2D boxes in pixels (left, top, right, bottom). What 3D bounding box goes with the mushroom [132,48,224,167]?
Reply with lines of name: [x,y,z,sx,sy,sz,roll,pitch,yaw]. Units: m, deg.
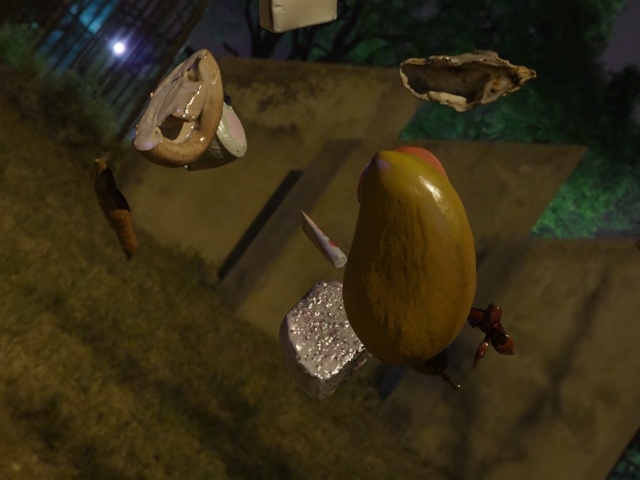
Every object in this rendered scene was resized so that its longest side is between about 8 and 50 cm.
mushroom: [-0.284,-0.267,1.715,0.156,0.286,0.151,5,-29,42]

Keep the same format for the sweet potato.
sweet potato: [-0.464,-0.064,1.788,0.067,0.067,0.274,29,-41,49]

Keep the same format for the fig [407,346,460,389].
fig: [0.285,0.296,2.097,0.274,0.145,0.170,54,8,-9]

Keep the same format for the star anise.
star anise: [0.366,0.227,1.786,0.158,0.144,0.140,50,-9,5]

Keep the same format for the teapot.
teapot: [-0.306,-0.284,2.016,0.163,0.178,0.222,18,51,-67]

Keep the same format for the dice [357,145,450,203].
dice: [0.206,-0.118,1.948,0.174,0.179,0.175,-1,64,-44]

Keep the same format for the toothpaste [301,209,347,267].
toothpaste: [0.000,0.000,2.013,0.194,0.042,0.067,48,-30,40]

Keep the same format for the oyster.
oyster: [0.382,-0.429,2.068,0.110,0.341,0.166,-84,161,-68]

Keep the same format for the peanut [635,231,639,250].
peanut: [0.763,-0.014,1.707,0.090,0.098,0.214,64,-16,14]

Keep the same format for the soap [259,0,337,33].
soap: [-0.049,-0.556,1.822,0.064,0.183,0.121,46,-34,42]

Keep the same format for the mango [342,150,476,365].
mango: [0.134,0.039,1.155,0.195,0.332,0.142,17,29,14]

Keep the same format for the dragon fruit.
dragon fruit: [0.013,0.249,1.995,0.221,0.283,0.204,45,-29,11]
